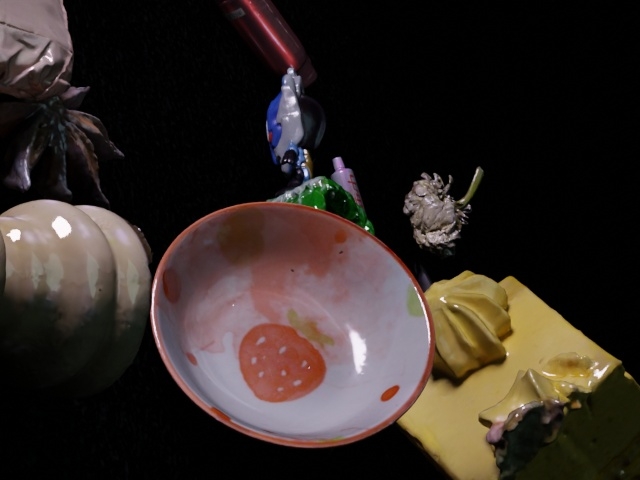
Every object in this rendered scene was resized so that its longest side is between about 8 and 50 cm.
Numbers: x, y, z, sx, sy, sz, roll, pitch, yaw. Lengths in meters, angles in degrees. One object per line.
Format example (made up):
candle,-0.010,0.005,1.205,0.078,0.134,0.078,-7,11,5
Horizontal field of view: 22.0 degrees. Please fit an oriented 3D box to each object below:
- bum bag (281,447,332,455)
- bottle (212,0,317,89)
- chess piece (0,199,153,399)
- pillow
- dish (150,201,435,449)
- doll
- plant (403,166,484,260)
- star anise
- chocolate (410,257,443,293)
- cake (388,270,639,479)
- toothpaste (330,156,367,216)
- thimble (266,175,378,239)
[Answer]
bum bag,-0.039,0.098,1.578,0.106,0.060,0.232,24,42,-34
bottle,-0.062,-0.240,1.922,0.164,0.060,0.060,52,24,-30
chess piece,-0.244,0.023,1.106,0.261,0.142,0.143,18,49,-54
pillow,-0.298,-0.189,1.240,0.270,0.067,0.173,9,51,-48
dish,-0.032,0.092,1.486,0.260,0.085,0.260,8,52,-11
doll,-0.027,-0.115,1.851,0.096,0.070,0.195,62,22,-55
plant,0.173,-0.041,2.180,0.116,0.122,0.104,63,8,17
star anise,-0.240,-0.101,1.337,0.195,0.065,0.182,63,25,1
chocolate,0.127,0.096,1.967,0.149,0.080,0.125,53,11,-9
cake,0.208,0.186,1.762,0.227,0.222,0.286,40,-4,46
toothpaste,0.044,-0.019,1.966,0.045,0.028,0.170,1,69,-60
thimble,0.000,0.000,1.751,0.130,0.090,0.118,56,24,-22
